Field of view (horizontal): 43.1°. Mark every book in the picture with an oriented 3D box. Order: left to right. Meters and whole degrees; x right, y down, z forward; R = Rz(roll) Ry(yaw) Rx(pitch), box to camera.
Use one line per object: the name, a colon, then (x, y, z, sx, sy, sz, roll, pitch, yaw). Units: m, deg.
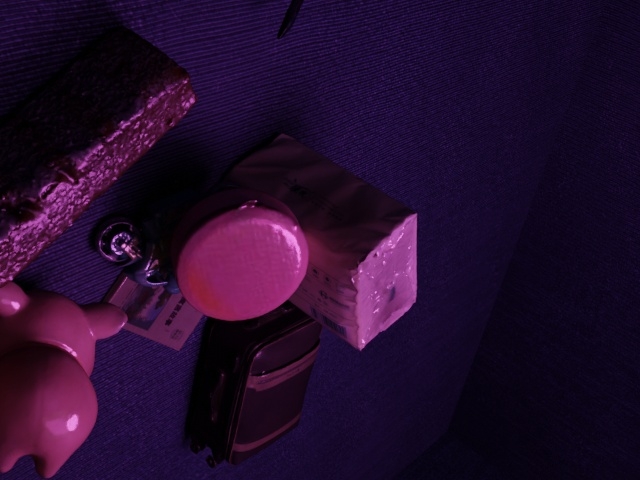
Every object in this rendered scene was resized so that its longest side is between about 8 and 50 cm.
book: (-0.312, 0.103, 1.648, 0.214, 0.025, 0.283, -57, 149, -2)

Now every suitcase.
suitcase: (-0.156, 0.339, 1.951, 0.283, 0.194, 0.433, -22, 135, -46)

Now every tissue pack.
tissue pack: (0.000, 0.000, 1.651, 0.207, 0.380, 0.297, -40, 148, -27)

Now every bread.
bread: (-0.374, -0.132, 1.177, 0.416, 0.165, 0.113, -48, 155, -17)

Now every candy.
candy: (-0.142, 0.021, 1.440, 0.255, 0.094, 0.255, -9, 123, -14)

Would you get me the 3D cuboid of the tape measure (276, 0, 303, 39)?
tape measure: (-0.024, -0.535, 1.362, 0.351, 0.098, 0.215, -57, 153, -5)

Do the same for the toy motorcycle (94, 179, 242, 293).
toy motorcycle: (-0.258, 0.003, 1.505, 0.297, 0.109, 0.198, -27, 124, -22)

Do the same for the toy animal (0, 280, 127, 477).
toy animal: (-0.447, 0.211, 1.274, 0.237, 0.326, 0.269, 20, 86, -30)
